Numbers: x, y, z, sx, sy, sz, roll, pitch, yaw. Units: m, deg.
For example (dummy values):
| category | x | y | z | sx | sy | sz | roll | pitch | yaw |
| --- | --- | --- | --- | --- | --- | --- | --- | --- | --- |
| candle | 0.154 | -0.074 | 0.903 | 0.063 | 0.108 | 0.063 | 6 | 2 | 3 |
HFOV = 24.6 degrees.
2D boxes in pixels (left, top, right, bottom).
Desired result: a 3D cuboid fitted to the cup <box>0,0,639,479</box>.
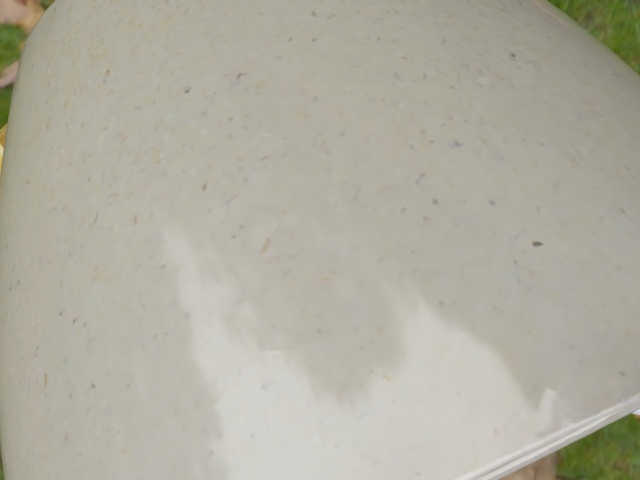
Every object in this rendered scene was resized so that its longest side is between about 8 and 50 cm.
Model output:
| category | x | y | z | sx | sy | sz | roll | pitch | yaw |
| --- | --- | --- | --- | --- | --- | --- | --- | --- | --- |
| cup | 0.000 | 0.000 | 0.602 | 0.331 | 0.331 | 0.237 | -32 | 76 | 26 |

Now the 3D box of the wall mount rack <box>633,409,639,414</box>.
| category | x | y | z | sx | sy | sz | roll | pitch | yaw |
| --- | --- | --- | --- | --- | --- | --- | --- | --- | --- |
| wall mount rack | 0.377 | 0.173 | 1.094 | 0.350 | 0.304 | 0.130 | -1 | 114 | 8 |

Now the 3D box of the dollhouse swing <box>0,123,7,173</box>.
| category | x | y | z | sx | sy | sz | roll | pitch | yaw |
| --- | --- | --- | --- | --- | --- | --- | --- | --- | --- |
| dollhouse swing | -0.158 | -0.008 | 1.427 | 0.347 | 0.305 | 0.315 | 47 | 141 | -12 |
